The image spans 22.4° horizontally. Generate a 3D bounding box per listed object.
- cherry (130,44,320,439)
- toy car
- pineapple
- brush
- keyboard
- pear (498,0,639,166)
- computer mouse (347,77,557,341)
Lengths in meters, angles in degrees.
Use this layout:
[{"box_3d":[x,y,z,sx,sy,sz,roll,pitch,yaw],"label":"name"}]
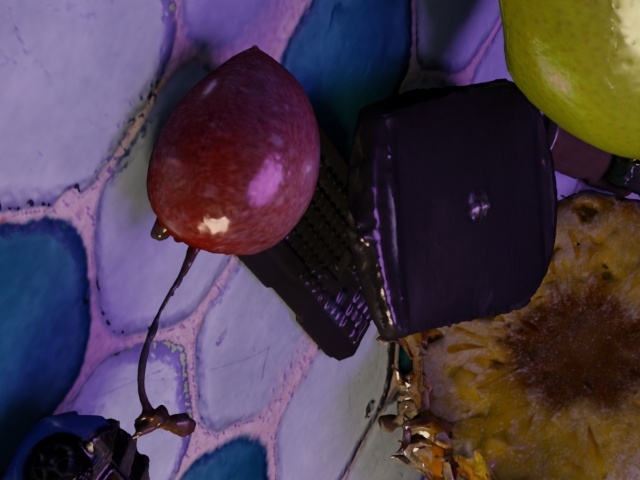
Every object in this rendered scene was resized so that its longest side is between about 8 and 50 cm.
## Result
[{"box_3d":[-0.059,0.001,0.918,0.107,0.090,0.226,-7,113,-76],"label":"cherry"},{"box_3d":[-0.175,0.187,0.878,0.216,0.063,0.103,-52,149,-17],"label":"toy car"},{"box_3d":[0.224,0.158,1.319,0.352,0.352,0.300,-53,153,-28],"label":"pineapple"},{"box_3d":[0.268,-0.076,1.526,0.282,0.048,0.054,12,96,-62],"label":"brush"},{"box_3d":[0.001,0.000,1.114,0.106,0.016,0.262,-62,153,-13],"label":"keyboard"},{"box_3d":[0.182,-0.229,1.081,0.282,0.176,0.287,53,39,-53],"label":"pear"},{"box_3d":[0.080,-0.027,1.149,0.295,0.087,0.168,-14,101,-57],"label":"computer mouse"}]
